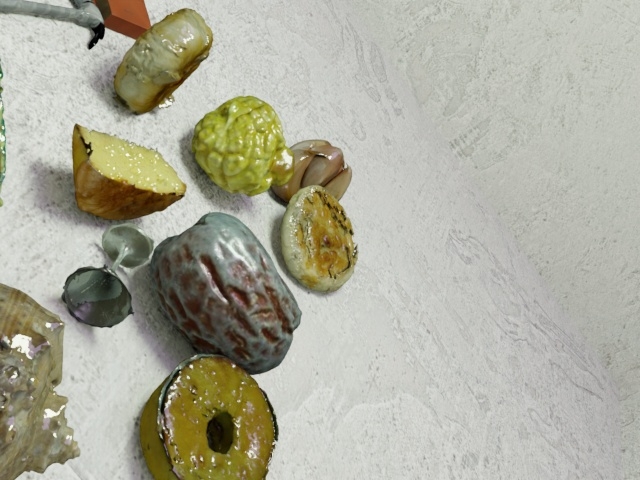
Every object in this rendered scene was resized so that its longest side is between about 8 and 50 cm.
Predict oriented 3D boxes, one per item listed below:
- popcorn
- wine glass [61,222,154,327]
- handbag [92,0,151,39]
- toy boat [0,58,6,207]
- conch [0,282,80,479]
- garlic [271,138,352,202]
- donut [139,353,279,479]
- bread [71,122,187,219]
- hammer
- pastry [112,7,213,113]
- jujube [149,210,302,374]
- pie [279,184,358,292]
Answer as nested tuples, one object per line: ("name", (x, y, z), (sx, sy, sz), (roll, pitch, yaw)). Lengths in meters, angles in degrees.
("popcorn", (-0.165, -0.207, 1.949), (0.237, 0.206, 0.251), (52, 5, 24))
("wine glass", (-0.349, 0.053, 1.471), (0.122, 0.122, 0.183), (49, 23, -17))
("handbag", (-0.458, -0.556, 1.962), (0.127, 0.063, 0.190), (11, 56, -55))
("toy boat", (-0.555, -0.200, 1.399), (0.099, 0.109, 0.292), (78, -4, -73))
("conch", (-0.437, 0.149, 1.136), (0.352, 0.210, 0.297), (54, 13, -13))
("garlic", (-0.033, -0.175, 2.184), (0.214, 0.191, 0.160), (22, 18, -34))
("donut", (-0.193, 0.331, 1.457), (0.272, 0.107, 0.272), (34, 39, -32))
("bread", (-0.370, -0.105, 1.568), (0.260, 0.134, 0.129), (21, 34, -57))
("hammer", (-0.580, -0.460, 1.683), (0.427, 0.044, 0.152), (-10, 71, -60))
("pastry", (-0.318, -0.371, 1.814), (0.121, 0.236, 0.257), (46, 29, -5))
("jujube", (-0.170, 0.107, 1.598), (0.308, 0.215, 0.246), (56, -5, -9))
("pie", (0.000, 0.000, 2.083), (0.274, 0.055, 0.274), (16, 70, -50))
